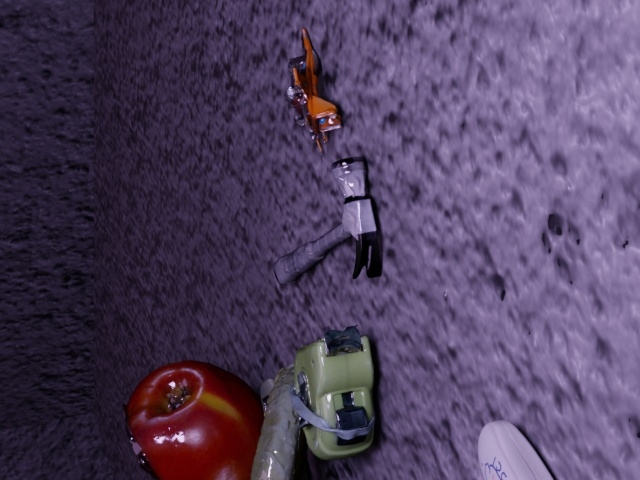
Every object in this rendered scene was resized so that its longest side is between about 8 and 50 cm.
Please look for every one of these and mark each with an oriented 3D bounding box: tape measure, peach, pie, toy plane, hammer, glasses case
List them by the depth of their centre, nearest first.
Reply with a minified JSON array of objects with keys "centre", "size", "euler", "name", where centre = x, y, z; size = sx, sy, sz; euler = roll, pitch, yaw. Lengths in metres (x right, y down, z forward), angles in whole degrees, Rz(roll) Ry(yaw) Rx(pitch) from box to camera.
[{"centre":[0.213,0.268,1.373],"size":[0.197,0.049,0.076],"euler":[-118,25,-42],"name":"glasses case"},{"centre":[-0.021,-0.207,1.807],"size":[0.135,0.062,0.188],"euler":[61,-172,-57],"name":"toy plane"},{"centre":[0.014,0.211,1.839],"size":[0.200,0.106,0.175],"euler":[154,109,-73],"name":"tape measure"},{"centre":[-0.001,0.000,1.889],"size":[0.427,0.044,0.152],"euler":[151,108,-71],"name":"hammer"},{"centre":[-0.060,0.331,1.995],"size":[0.306,0.071,0.306],"euler":[11,-90,-85],"name":"pie"},{"centre":[-0.172,0.347,2.287],"size":[0.361,0.201,0.258],"euler":[55,-179,-35],"name":"peach"}]

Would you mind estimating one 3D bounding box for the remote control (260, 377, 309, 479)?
[{"centre":[-0.046,0.376,2.203],"size":[0.090,0.038,0.309],"euler":[137,122,-68],"name":"remote control"}]
